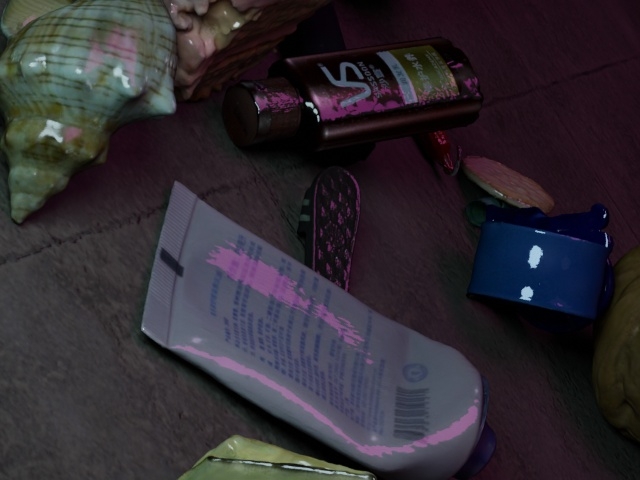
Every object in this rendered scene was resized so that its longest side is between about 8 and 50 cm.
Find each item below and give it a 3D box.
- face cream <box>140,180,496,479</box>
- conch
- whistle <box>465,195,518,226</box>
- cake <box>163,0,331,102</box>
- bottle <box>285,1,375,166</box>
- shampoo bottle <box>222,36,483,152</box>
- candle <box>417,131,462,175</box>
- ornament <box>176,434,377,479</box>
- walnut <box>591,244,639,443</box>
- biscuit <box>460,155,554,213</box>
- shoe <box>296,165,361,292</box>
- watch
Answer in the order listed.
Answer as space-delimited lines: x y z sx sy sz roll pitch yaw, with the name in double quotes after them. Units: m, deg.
0.008 0.117 1.636 0.420 0.137 0.235 34 35 -20 "face cream"
-0.210 -0.188 1.507 0.170 0.203 0.386 70 37 -51 "conch"
0.256 -0.049 2.265 0.039 0.039 0.186 60 28 9 "whistle"
-0.121 -0.346 1.705 0.314 0.306 0.293 56 34 1 "cake"
0.004 -0.200 1.996 0.082 0.072 0.244 8 51 -32 "bottle"
0.037 -0.168 1.883 0.323 0.084 0.129 -11 63 -36 "shampoo bottle"
0.150 -0.158 2.207 0.162 0.048 0.053 64 12 16 "candle"
-0.017 0.248 1.363 0.201 0.180 0.059 54 23 1 "ornament"
0.500 0.141 2.149 0.333 0.333 0.333 38 32 -30 "walnut"
0.263 -0.079 2.263 0.152 0.020 0.152 23 20 -9 "biscuit"
0.000 0.000 1.809 0.071 0.049 0.179 25 59 -36 "shoe"
0.274 0.031 2.054 0.200 0.196 0.171 12 80 -63 "watch"
